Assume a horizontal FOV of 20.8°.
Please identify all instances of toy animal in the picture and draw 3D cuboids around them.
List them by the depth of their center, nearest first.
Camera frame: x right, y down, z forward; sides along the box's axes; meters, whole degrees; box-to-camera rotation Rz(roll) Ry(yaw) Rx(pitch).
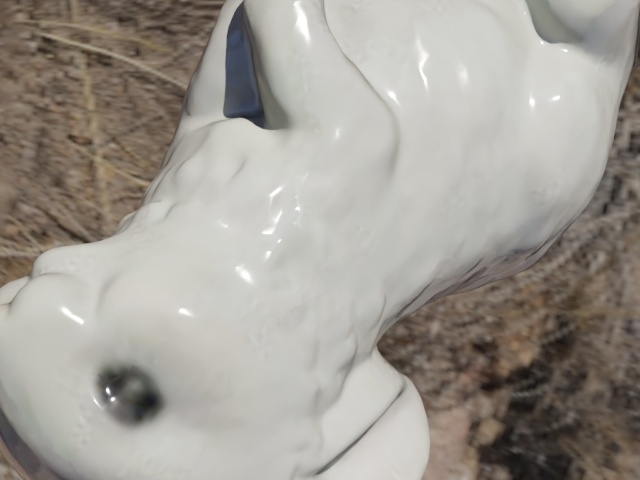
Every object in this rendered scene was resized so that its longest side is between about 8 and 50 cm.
[{"bbox_3d":[0.000,0.000,0.808,0.357,0.194,0.258,-53,140,-26],"label":"toy animal"}]
